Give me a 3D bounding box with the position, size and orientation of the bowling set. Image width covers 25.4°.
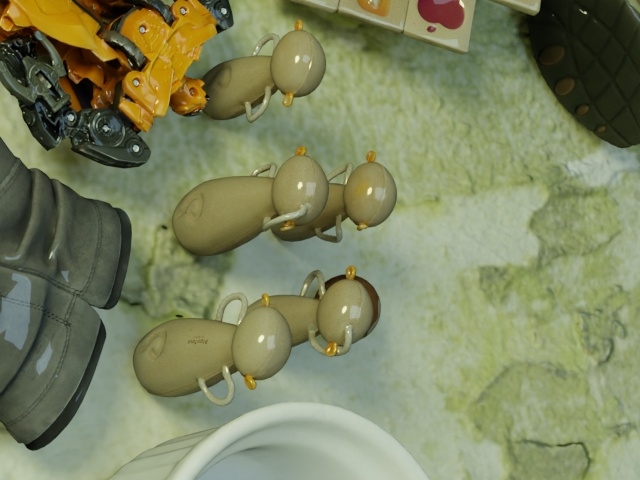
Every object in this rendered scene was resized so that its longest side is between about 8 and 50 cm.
[{"bbox_3d":[0.000,0.000,1.037,0.200,0.154,0.287,22,67,-35],"label":"bowling set"}]

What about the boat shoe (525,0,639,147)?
[{"bbox_3d":[0.250,-0.247,1.328,0.120,0.122,0.324,-42,108,-43],"label":"boat shoe"}]

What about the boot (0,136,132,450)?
[{"bbox_3d":[-0.242,0.074,0.850,0.223,0.118,0.338,42,62,-34],"label":"boot"}]

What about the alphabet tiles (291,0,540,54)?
[{"bbox_3d":[0.069,-0.330,1.193,0.285,0.011,0.342,16,69,-14],"label":"alphabet tiles"}]

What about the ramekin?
[{"bbox_3d":[-0.044,0.252,0.957,0.277,0.135,0.277,11,73,-39],"label":"ramekin"}]

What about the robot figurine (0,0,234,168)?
[{"bbox_3d":[-0.190,-0.182,0.962,0.291,0.085,0.211,44,56,-24],"label":"robot figurine"}]
